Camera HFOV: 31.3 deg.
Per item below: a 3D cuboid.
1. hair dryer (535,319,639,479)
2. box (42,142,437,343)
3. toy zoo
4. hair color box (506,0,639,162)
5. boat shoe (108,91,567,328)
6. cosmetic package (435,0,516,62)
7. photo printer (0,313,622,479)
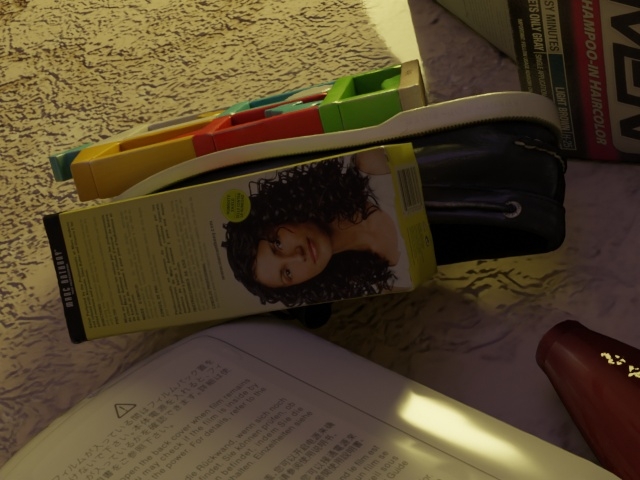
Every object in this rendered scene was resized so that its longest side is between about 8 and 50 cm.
[{"bbox_3d":[0.257,0.102,0.619,0.293,0.080,0.223,11,35,22],"label":"hair dryer"},{"bbox_3d":[-0.052,0.003,0.696,0.232,0.087,0.058,-11,4,23],"label":"box"},{"bbox_3d":[-0.065,-0.082,0.866,0.293,0.030,0.192,-13,12,7],"label":"toy zoo"},{"bbox_3d":[0.307,-0.138,0.750,0.347,0.174,0.105,6,49,25],"label":"hair color box"},{"bbox_3d":[0.002,0.001,0.766,0.340,0.127,0.113,-12,68,8],"label":"boat shoe"},{"bbox_3d":[0.203,-0.283,0.964,0.224,0.138,0.225,-29,42,-11],"label":"cosmetic package"},{"bbox_3d":[-0.029,0.163,0.589,0.307,0.107,0.256,21,43,35],"label":"photo printer"}]
